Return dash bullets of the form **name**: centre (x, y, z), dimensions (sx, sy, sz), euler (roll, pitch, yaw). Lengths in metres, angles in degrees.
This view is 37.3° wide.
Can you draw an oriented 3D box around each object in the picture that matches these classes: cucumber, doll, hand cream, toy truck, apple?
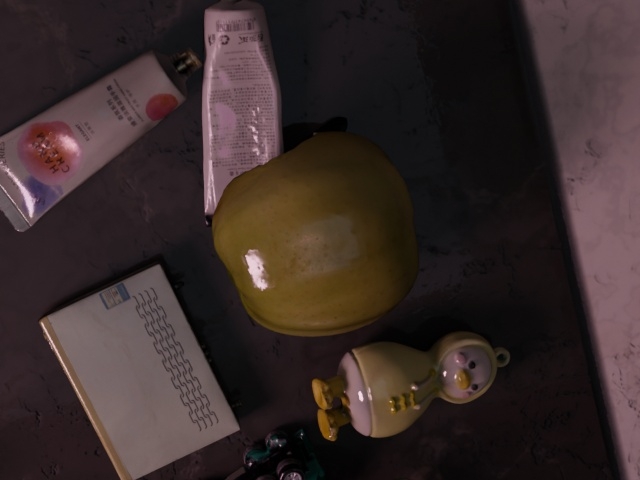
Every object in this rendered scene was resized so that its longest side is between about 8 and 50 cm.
- **cucumber**: centre (-0.011, -0.131, 1.309), dimensions (0.133, 0.032, 0.032), euler (-38, 103, -22)
- **doll**: centre (0.135, 0.200, 1.356), dimensions (0.296, 0.117, 0.142), euler (-13, 104, -5)
- **hand cream**: centre (-0.303, -0.152, 1.264), dimensions (0.340, 0.078, 0.124), euler (-34, 103, 3)
- **toy truck**: centre (-0.086, 0.377, 1.363), dimensions (0.216, 0.110, 0.116), euler (-34, 114, -2)
- **hand cream**: centre (-0.109, -0.184, 1.291), dimensions (0.121, 0.076, 0.336), euler (-3, 106, -2)
- **apple**: centre (0.000, 0.000, 1.230), dimensions (0.279, 0.279, 0.279), euler (-1, 100, -8)

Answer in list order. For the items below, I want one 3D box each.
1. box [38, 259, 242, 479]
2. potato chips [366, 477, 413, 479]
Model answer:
- **box**: centre (-0.246, 0.183, 1.336), dimensions (0.210, 0.045, 0.270), euler (-26, 102, -3)
- **potato chips**: centre (0.046, 0.539, 1.356), dimensions (0.373, 0.097, 0.390), euler (-11, 106, -45)
